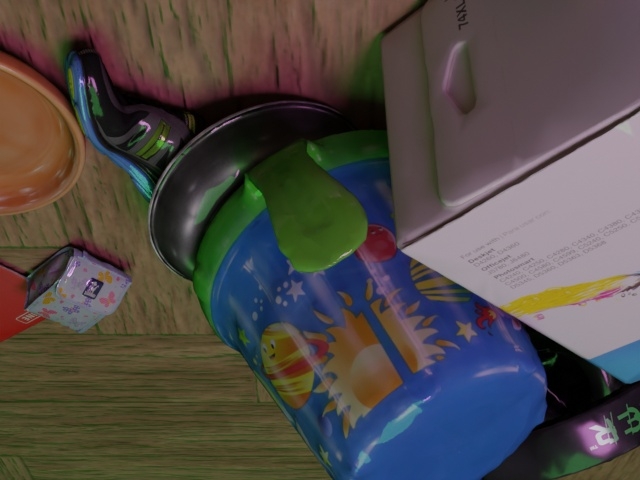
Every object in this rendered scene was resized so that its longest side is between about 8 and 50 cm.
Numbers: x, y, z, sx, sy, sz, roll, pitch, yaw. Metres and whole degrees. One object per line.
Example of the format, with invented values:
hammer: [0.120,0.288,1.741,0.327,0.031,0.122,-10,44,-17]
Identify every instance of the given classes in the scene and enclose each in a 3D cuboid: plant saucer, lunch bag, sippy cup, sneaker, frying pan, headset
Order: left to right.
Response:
plant saucer: [-0.284,-0.091,0.774,0.200,0.037,0.200,-1,145,-1]
lunch bag: [-0.235,0.046,0.956,0.083,0.053,0.071,-34,135,26]
sneaker: [-0.133,-0.088,0.770,0.078,0.067,0.188,-33,136,7]
frying pan: [-0.027,0.012,0.858,0.197,0.053,0.326,-28,139,-4]
sippy cup: [0.048,0.072,0.752,0.306,0.224,0.240,10,125,-40]
headset: [0.217,0.183,0.995,0.243,0.185,0.394,-26,-175,-21]

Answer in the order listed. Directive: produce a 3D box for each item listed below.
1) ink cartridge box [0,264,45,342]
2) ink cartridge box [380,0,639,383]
ink cartridge box: [-0.444,0.081,0.992,0.296,0.066,0.261,-26,136,32]
ink cartridge box: [0.204,-0.059,0.683,0.270,0.198,0.197,29,135,-35]
